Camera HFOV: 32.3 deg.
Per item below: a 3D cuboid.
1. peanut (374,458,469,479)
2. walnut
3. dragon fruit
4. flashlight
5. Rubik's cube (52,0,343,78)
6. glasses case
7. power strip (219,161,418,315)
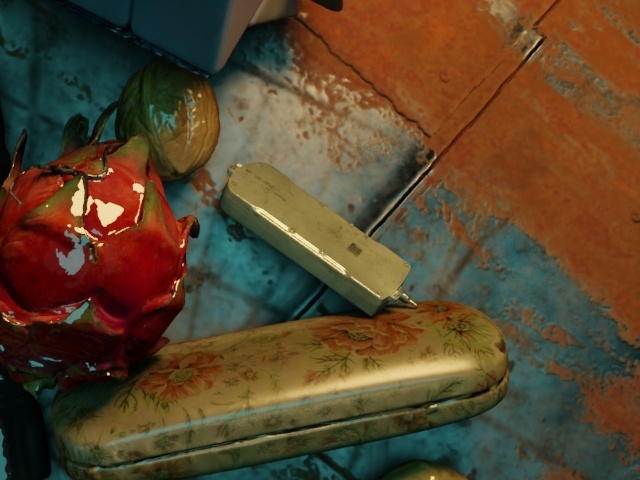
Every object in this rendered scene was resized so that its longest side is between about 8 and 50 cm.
[{"bbox_3d":[0.096,0.289,1.059,0.140,0.109,0.159,1,89,-22],"label":"peanut"},{"bbox_3d":[-0.148,-0.118,1.065,0.105,0.105,0.124,-7,80,-9],"label":"walnut"},{"bbox_3d":[-0.202,0.007,0.962,0.192,0.193,0.274,19,81,-18],"label":"dragon fruit"},{"bbox_3d":[-0.321,0.033,1.034,0.103,0.103,0.424,-9,89,-9],"label":"flashlight"},{"bbox_3d":[-0.132,-0.368,0.968,0.387,0.358,0.368,28,78,6],"label":"Rubik's cube"},{"bbox_3d":[-0.034,0.137,1.029,0.425,0.156,0.098,-10,112,-9],"label":"glasses case"},{"bbox_3d":[0.000,0.000,1.072,0.227,0.080,0.029,36,125,9],"label":"power strip"}]
